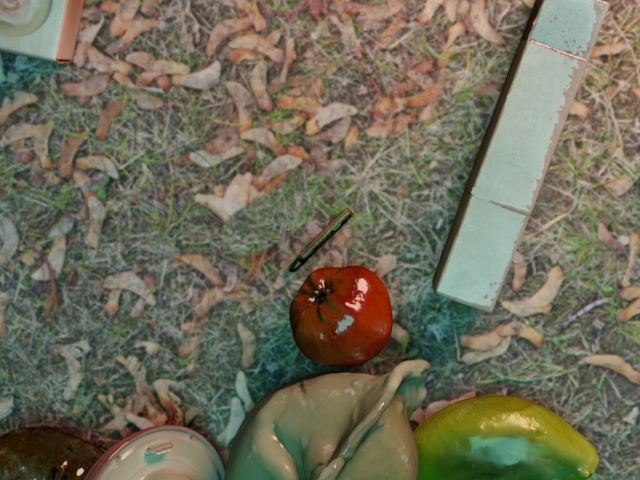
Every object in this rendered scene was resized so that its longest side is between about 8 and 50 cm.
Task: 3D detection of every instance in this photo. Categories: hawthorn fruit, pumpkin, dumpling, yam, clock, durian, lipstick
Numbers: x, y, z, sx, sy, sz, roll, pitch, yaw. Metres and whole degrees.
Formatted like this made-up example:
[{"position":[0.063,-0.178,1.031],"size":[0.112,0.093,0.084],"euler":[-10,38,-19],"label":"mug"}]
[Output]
[{"position":[0.029,0.096,1.308],"size":[0.125,0.125,0.140],"euler":[-30,94,7],"label":"hawthorn fruit"},{"position":[-0.334,0.332,1.338],"size":[0.224,0.157,0.223],"euler":[0,85,-4],"label":"pumpkin"},{"position":[0.008,0.277,1.277],"size":[0.212,0.270,0.320],"euler":[9,94,-25],"label":"dumpling"},{"position":[0.000,0.000,1.348],"size":[0.014,0.014,0.107],"euler":[44,97,-4],"label":"yam"},{"position":[-0.194,0.337,1.310],"size":[0.056,0.244,0.244],"euler":[5,100,39],"label":"clock"},{"position":[0.201,0.256,1.331],"size":[0.250,0.101,0.139],"euler":[0,99,4],"label":"durian"},{"position":[0.225,-0.105,1.290],"size":[0.076,0.080,0.371],"euler":[20,99,-1],"label":"lipstick"}]

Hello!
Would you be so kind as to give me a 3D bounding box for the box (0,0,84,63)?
[{"position":[-0.341,-0.314,1.289],"size":[0.135,0.081,0.199],"euler":[13,101,1],"label":"box"}]
